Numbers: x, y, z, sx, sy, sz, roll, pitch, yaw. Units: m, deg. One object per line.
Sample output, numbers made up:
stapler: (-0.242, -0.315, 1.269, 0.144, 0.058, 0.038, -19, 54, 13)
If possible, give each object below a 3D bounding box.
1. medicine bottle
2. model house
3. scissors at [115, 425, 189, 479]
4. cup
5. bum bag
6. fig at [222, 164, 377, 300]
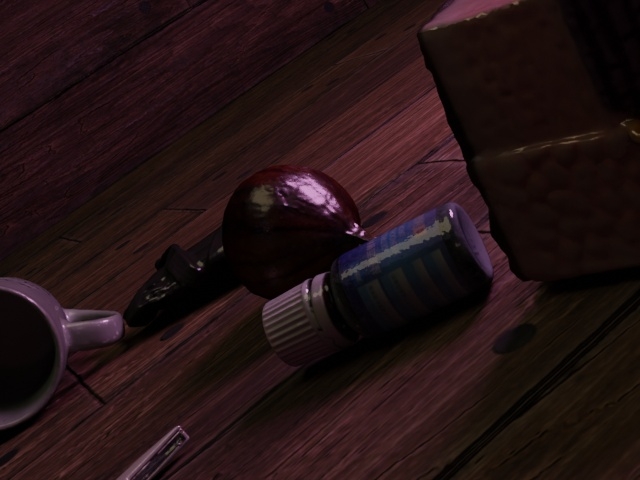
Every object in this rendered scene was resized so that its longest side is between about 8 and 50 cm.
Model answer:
medicine bottle: (0.047, 0.044, 0.886, 0.203, 0.083, 0.083, -29, 16, 19)
model house: (0.243, -0.119, 0.739, 0.237, 0.236, 0.202, -10, 20, 45)
scissors: (-0.183, 0.229, 0.880, 0.176, 0.022, 0.085, -43, 22, -24)
cup: (-0.392, 0.131, 1.360, 0.258, 0.186, 0.234, -9, 7, -4)
bum bag: (-0.133, 0.013, 1.343, 0.326, 0.079, 0.142, -29, 19, 11)
fig: (-0.024, -0.012, 1.064, 0.149, 0.148, 0.202, -2, -11, -23)
